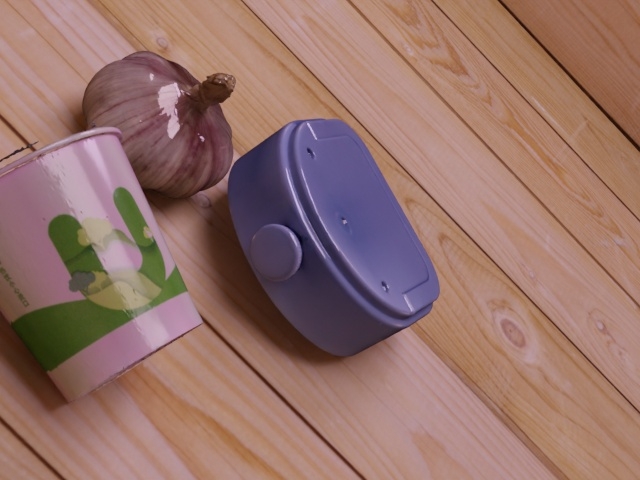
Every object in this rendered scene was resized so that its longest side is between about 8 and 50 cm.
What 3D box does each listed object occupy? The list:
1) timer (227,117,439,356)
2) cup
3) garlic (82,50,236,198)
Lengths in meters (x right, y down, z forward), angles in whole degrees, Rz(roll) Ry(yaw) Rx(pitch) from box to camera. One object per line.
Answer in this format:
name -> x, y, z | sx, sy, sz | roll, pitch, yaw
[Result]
timer -> 0.000, 0.000, 1.633 | 0.395, 0.173, 0.395 | 43, 30, -32
cup -> -0.290, 0.036, 1.265 | 0.253, 0.253, 0.274 | -28, 87, -55
garlic -> -0.208, -0.189, 1.543 | 0.245, 0.253, 0.245 | 25, 50, -33
